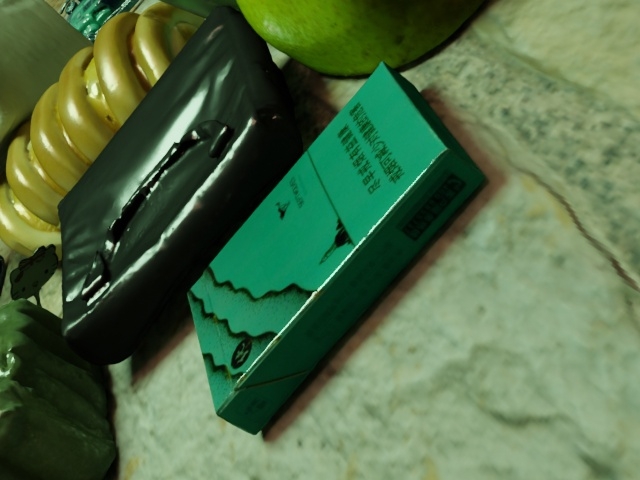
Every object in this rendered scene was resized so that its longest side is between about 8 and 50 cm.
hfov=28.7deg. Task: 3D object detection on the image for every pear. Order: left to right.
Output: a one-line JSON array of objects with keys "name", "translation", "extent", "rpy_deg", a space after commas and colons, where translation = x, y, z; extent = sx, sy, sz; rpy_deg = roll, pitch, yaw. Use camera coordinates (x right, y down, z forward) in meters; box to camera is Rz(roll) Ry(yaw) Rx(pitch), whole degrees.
[{"name": "pear", "translation": [0.043, -0.256, 0.929], "extent": [0.292, 0.159, 0.292], "rpy_deg": [-35, 35, 30]}]

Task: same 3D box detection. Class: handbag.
[{"name": "handbag", "translation": [-0.122, -0.047, 1.054], "extent": [0.275, 0.088, 0.244], "rpy_deg": [-46, 28, 17]}]

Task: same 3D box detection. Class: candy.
[{"name": "candy", "translation": [-0.394, -0.146, 1.426], "extent": [0.208, 0.145, 0.358], "rpy_deg": [-49, 5, 20]}]

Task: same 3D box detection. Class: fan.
[{"name": "fan", "translation": [-0.251, 0.039, 1.104], "extent": [0.056, 0.004, 0.083], "rpy_deg": [-42, -27, -31]}]

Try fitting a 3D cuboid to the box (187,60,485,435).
[{"name": "box", "translation": [0.000, 0.000, 0.841], "extent": [0.226, 0.042, 0.161], "rpy_deg": [-50, 26, 13]}]

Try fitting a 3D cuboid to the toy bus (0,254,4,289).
[{"name": "toy bus", "translation": [-0.524, 0.031, 1.417], "extent": [0.175, 0.288, 0.138], "rpy_deg": [-41, 30, 27]}]

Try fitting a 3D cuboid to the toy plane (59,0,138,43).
[{"name": "toy plane", "translation": [-0.324, -0.278, 1.698], "extent": [0.235, 0.060, 0.096], "rpy_deg": [-40, 43, 21]}]

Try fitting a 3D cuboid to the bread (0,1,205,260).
[{"name": "bread", "translation": [-0.232, -0.105, 1.266], "extent": [0.311, 0.121, 0.173], "rpy_deg": [-45, 29, 27]}]

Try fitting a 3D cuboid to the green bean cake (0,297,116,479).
[{"name": "green bean cake", "translation": [-0.278, 0.176, 1.034], "extent": [0.222, 0.125, 0.227], "rpy_deg": [-51, 22, 10]}]

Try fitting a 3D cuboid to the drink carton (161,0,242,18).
[{"name": "drink carton", "translation": [-0.050, -0.267, 1.121], "extent": [0.142, 0.146, 0.144], "rpy_deg": [12, 87, 51]}]
